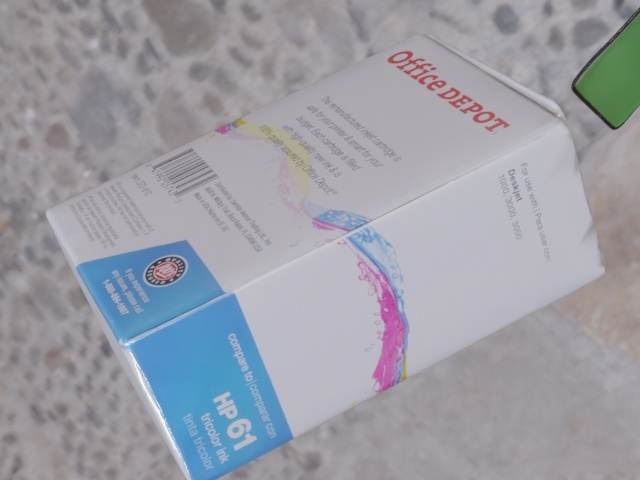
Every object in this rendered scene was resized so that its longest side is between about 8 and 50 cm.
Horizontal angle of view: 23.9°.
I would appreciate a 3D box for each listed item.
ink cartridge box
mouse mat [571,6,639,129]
[{"bbox_3d":[0.000,0.000,0.403,0.088,0.122,0.052,46,161,59],"label":"ink cartridge box"},{"bbox_3d":[0.306,-0.185,1.339,0.189,0.153,0.007,-47,63,9],"label":"mouse mat"}]
